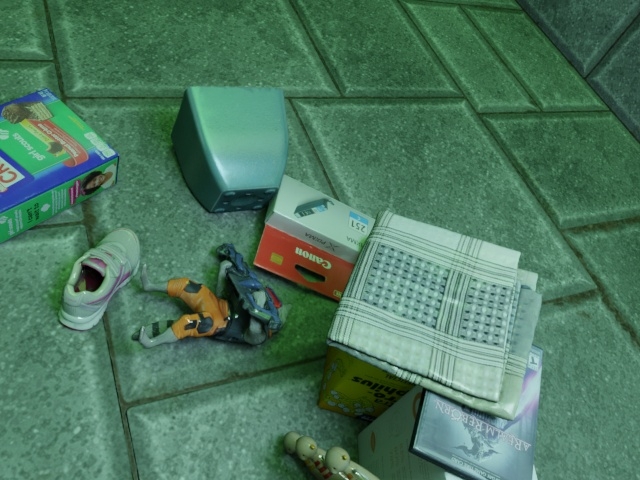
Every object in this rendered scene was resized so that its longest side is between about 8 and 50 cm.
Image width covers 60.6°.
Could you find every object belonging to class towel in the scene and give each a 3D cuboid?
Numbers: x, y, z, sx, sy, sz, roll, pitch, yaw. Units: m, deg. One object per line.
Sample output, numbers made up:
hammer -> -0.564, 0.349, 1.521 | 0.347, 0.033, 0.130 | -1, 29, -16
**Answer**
towel -> 0.206, 0.104, 0.926 | 0.324, 0.056, 0.312 | 21, 51, 8

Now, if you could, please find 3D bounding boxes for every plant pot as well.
plant pot -> -0.218, -0.212, 1.381 | 0.247, 0.248, 0.252 | -6, 73, -26

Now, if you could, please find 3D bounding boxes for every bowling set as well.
bowling set -> -0.023, 0.450, 0.946 | 0.154, 0.287, 0.200 | 41, 63, -1

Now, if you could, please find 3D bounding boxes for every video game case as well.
video game case -> 0.262, 0.252, 0.890 | 0.196, 0.026, 0.274 | 26, 50, -3

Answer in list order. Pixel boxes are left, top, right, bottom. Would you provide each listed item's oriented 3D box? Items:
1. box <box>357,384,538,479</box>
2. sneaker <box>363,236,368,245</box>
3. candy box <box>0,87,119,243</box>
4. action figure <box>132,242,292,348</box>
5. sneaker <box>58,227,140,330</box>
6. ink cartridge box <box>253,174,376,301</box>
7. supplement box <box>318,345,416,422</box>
box -> 0.210, 0.413, 0.999 | 0.168, 0.345, 0.215 | 10, 52, -15
sneaker -> 0.289, 0.064, 1.399 | 0.384, 0.147, 0.145 | 23, 49, -17
candy box -> -0.673, -0.176, 1.236 | 0.268, 0.122, 0.317 | 41, 51, 10
action figure -> -0.227, 0.137, 1.197 | 0.330, 0.179, 0.341 | 9, 22, -23
sneaker -> -0.454, 0.061, 1.150 | 0.103, 0.111, 0.252 | 21, 49, -6
ink cartridge box -> 0.000, 0.000, 1.383 | 0.296, 0.066, 0.261 | 25, 48, -17
supplement box -> 0.149, 0.220, 1.112 | 0.194, 0.356, 0.195 | 19, 52, -8
